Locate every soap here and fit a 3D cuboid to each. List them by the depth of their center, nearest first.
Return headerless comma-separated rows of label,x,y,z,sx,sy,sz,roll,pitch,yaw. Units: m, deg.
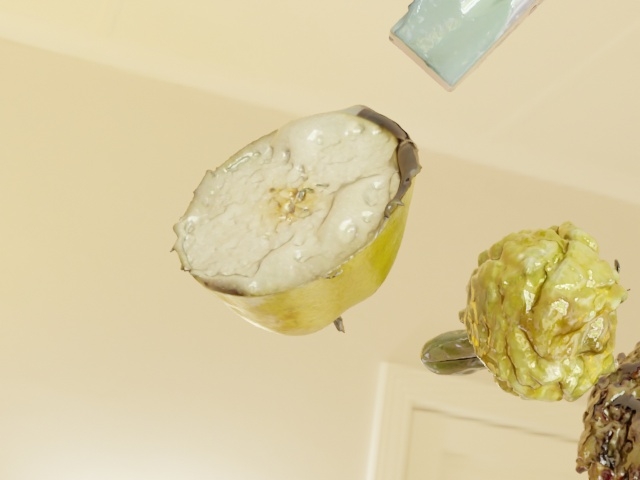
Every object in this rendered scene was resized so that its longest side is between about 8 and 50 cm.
soap,0.228,-0.323,1.405,0.109,0.324,0.193,45,0,2

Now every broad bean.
broad bean,0.264,0.165,1.857,0.206,0.072,0.153,-10,-35,-23

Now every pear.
pear,-0.003,0.001,1.212,0.267,0.267,0.178,-1,-40,25

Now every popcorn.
popcorn,0.313,0.096,1.599,0.225,0.249,0.249,-3,-11,-28

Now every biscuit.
biscuit,0.511,0.268,1.750,0.289,0.334,0.081,-1,-35,43
